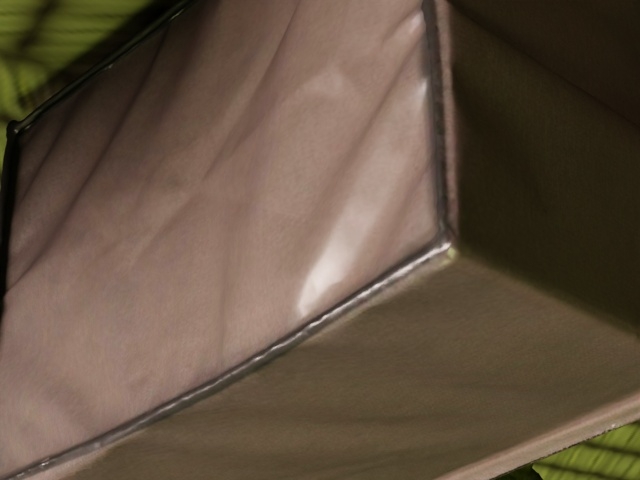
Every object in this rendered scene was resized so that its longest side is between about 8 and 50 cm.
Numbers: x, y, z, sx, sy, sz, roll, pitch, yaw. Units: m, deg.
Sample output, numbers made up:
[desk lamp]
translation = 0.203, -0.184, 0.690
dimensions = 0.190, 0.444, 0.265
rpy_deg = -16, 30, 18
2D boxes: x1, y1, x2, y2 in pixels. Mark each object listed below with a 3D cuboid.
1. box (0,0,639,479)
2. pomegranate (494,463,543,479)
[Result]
[box]
translation = 0.000, 0.000, 0.542
dimensions = 0.252, 0.188, 0.153
rpy_deg = -27, 141, 36
[pomegranate]
translation = 0.057, 0.151, 0.804
dimensions = 0.211, 0.211, 0.263
rpy_deg = 28, 102, -40
